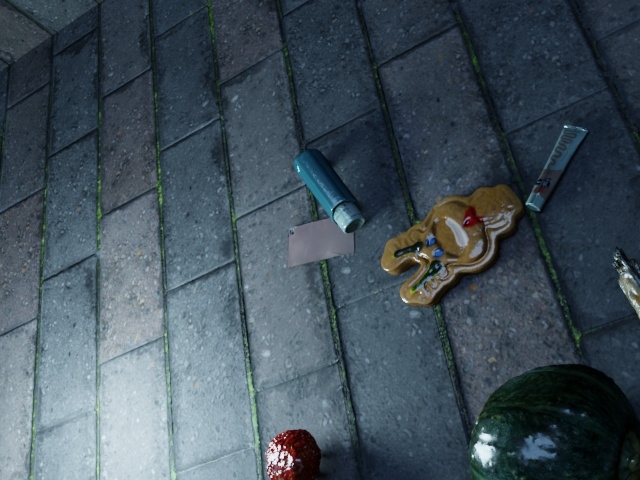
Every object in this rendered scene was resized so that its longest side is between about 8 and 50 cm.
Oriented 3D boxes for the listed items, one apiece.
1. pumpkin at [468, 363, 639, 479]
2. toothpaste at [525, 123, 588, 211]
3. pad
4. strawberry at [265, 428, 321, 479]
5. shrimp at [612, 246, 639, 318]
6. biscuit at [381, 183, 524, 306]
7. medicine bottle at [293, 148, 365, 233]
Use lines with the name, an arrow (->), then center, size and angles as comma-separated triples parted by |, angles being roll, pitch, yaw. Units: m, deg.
pumpkin -> 0.380, 0.319, 1.251 | 0.263, 0.197, 0.293 | 8, 40, 46
toothpaste -> 0.494, -0.155, 1.583 | 0.056, 0.036, 0.205 | 22, 77, 41
pad -> 0.000, 0.000, 1.857 | 0.188, 0.006, 0.113 | -14, 59, 26
strawberry -> -0.060, 0.464, 1.572 | 0.131, 0.148, 0.131 | 0, 88, 12
shrimp -> 0.628, 0.077, 1.366 | 0.152, 0.046, 0.219 | -37, 56, 15
biscuit -> 0.287, 0.000, 1.637 | 0.334, 0.047, 0.202 | -36, 52, 14
medicine bottle -> 0.022, -0.126, 1.847 | 0.079, 0.124, 0.258 | -38, 62, 5
